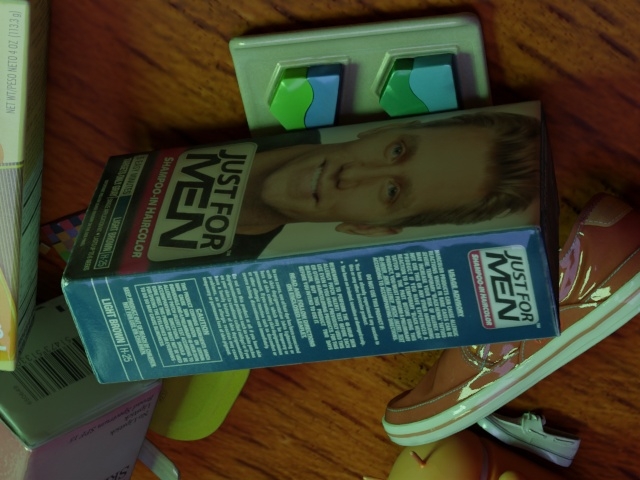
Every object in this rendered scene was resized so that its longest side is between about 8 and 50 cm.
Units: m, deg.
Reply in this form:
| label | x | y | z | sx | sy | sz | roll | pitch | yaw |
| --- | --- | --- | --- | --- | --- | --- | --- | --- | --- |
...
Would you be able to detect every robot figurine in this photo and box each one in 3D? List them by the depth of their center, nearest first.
| label | x | y | z | sx | sy | sz | roll | pitch | yaw |
| --- | --- | --- | --- | --- | --- | --- | --- | --- | --- |
| robot figurine | 0.152 | 0.248 | 1.551 | 0.219 | 0.158 | 0.128 | 27 | 101 | -17 |

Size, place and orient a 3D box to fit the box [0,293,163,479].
| label | x | y | z | sx | sy | sz | roll | pitch | yaw |
| --- | --- | --- | --- | --- | --- | --- | --- | --- | --- |
| box | -0.250 | 0.181 | 1.473 | 0.127 | 0.149 | 0.232 | 43 | 136 | 23 |

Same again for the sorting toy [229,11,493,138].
| label | x | y | z | sx | sy | sz | roll | pitch | yaw |
| --- | --- | --- | --- | --- | --- | --- | --- | --- | --- |
| sorting toy | 0.040 | -0.081 | 1.328 | 0.193 | 0.038 | 0.208 | -5 | 131 | 11 |

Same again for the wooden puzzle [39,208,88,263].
| label | x | y | z | sx | sy | sz | roll | pitch | yaw |
| --- | --- | --- | --- | --- | --- | --- | --- | --- | --- |
| wooden puzzle | -0.206 | -0.001 | 1.451 | 0.083 | 0.006 | 0.049 | -19 | 127 | 22 |

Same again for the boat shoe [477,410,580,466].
| label | x | y | z | sx | sy | sz | roll | pitch | yaw |
| --- | --- | --- | --- | --- | --- | --- | --- | --- | --- |
| boat shoe | 0.191 | 0.171 | 1.544 | 0.100 | 0.035 | 0.035 | 25 | 103 | -10 |

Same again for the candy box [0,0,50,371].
| label | x | y | z | sx | sy | sz | roll | pitch | yaw |
| --- | --- | --- | --- | --- | --- | --- | --- | --- | --- |
| candy box | -0.310 | -0.062 | 1.308 | 0.183 | 0.087 | 0.316 | 8 | 118 | 0 |

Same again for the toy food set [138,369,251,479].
| label | x | y | z | sx | sy | sz | roll | pitch | yaw |
| --- | --- | --- | --- | --- | --- | --- | --- | --- | --- |
| toy food set | -0.120 | 0.102 | 1.501 | 0.128 | 0.071 | 0.218 | 36 | 128 | 7 |

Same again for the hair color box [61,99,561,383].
| label | x | y | z | sx | sy | sz | roll | pitch | yaw |
| --- | --- | --- | --- | --- | --- | --- | --- | --- | --- |
| hair color box | 0.000 | 0.000 | 1.267 | 0.347 | 0.174 | 0.105 | -7 | 125 | 12 |

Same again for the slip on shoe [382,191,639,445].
| label | x | y | z | sx | sy | sz | roll | pitch | yaw |
| --- | --- | --- | --- | --- | --- | --- | --- | --- | --- |
| slip on shoe | 0.161 | 0.070 | 1.416 | 0.101 | 0.123 | 0.331 | 52 | 130 | 5 |
